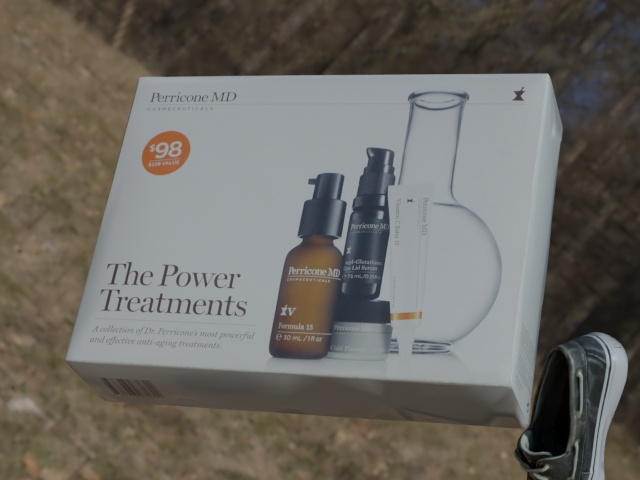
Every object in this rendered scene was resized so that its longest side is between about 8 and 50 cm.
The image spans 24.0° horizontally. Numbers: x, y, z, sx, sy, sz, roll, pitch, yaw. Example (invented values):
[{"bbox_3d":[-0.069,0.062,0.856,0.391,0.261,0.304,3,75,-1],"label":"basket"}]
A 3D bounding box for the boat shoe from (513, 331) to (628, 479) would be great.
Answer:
[{"bbox_3d":[0.320,0.282,2.060,0.119,0.335,0.121,0,16,-31],"label":"boat shoe"}]

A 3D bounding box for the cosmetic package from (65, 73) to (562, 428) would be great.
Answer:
[{"bbox_3d":[0.000,0.000,1.271,0.377,0.284,0.097,1,-29,18],"label":"cosmetic package"}]
